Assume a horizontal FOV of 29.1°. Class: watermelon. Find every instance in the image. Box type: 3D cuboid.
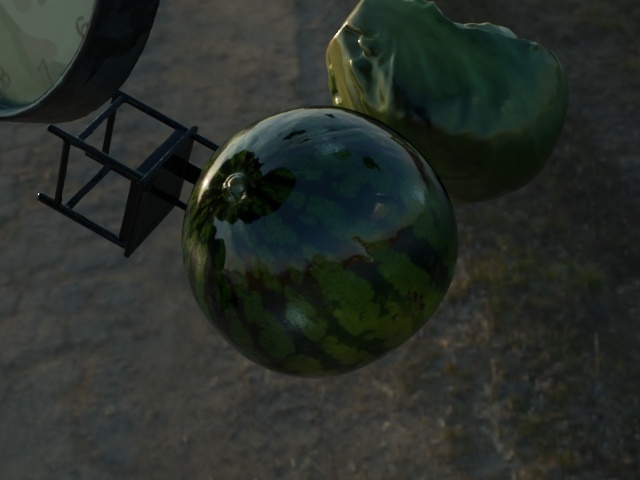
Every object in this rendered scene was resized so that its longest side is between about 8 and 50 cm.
[{"bbox_3d":[0.000,0.000,1.270,0.285,0.285,0.285,-8,27,4],"label":"watermelon"}]

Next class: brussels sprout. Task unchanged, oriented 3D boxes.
[{"bbox_3d":[0.179,-0.212,1.851,0.371,0.314,0.276,28,-9,0],"label":"brussels sprout"}]

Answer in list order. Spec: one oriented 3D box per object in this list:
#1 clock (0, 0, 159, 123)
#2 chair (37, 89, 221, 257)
[{"bbox_3d":[-0.264,-0.258,1.062,0.319,0.318,0.066,14,17,38],"label":"clock"},{"bbox_3d":[-0.213,-0.069,1.591,0.260,0.154,0.141,29,45,8],"label":"chair"}]
